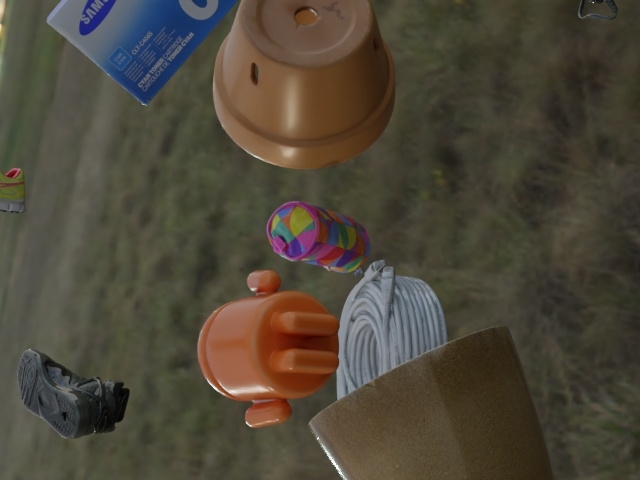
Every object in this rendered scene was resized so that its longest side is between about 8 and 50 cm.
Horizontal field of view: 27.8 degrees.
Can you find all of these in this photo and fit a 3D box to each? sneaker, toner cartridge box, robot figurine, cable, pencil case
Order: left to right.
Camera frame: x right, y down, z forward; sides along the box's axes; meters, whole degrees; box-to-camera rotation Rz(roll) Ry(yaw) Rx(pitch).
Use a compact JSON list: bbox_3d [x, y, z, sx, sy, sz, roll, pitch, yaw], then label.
[{"bbox_3d":[-0.622,-0.108,2.322,0.081,0.208,0.094,14,94,45],"label":"sneaker"},{"bbox_3d":[-0.393,0.245,2.061,0.227,0.130,0.087,27,104,45],"label":"sneaker"},{"bbox_3d":[-0.174,-0.357,1.651,0.348,0.165,0.075,-49,18,1],"label":"toner cartridge box"},{"bbox_3d":[-0.063,0.124,1.526,0.128,0.158,0.219,-39,14,-32],"label":"robot figurine"},{"bbox_3d":[0.000,0.000,2.124,0.236,0.104,0.104,21,-103,-64],"label":"pencil case"},{"bbox_3d":[0.094,0.172,1.809,0.257,0.089,0.257,137,131,-65],"label":"cable"}]

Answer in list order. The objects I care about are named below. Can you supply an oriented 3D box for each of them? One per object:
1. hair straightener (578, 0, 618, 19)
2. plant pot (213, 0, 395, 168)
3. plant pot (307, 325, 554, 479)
[{"bbox_3d":[0.341,-0.333,1.540,0.089,0.047,0.230,107,175,-52],"label":"hair straightener"},{"bbox_3d":[-0.025,-0.284,1.976,0.203,0.291,0.290,92,-179,-61],"label":"plant pot"},{"bbox_3d":[0.146,0.255,1.345,0.254,0.237,0.237,64,153,13],"label":"plant pot"}]
